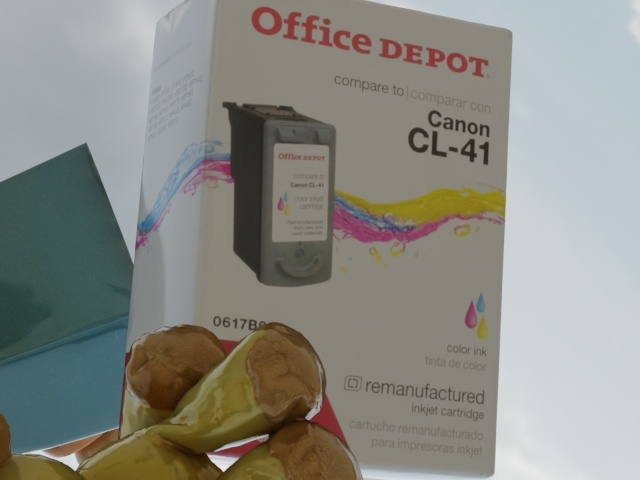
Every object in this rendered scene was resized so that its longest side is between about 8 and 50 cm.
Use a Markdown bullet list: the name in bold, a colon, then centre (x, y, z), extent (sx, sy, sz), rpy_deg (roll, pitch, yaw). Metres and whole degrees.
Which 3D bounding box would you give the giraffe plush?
- **giraffe plush**: centre (-0.105, 0.139, 0.804), extent (0.170, 0.210, 0.181), rpy_deg (-6, -104, -50)

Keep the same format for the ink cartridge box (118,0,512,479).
- **ink cartridge box**: centre (0.000, 0.000, 1.059), extent (0.226, 0.131, 0.306), rpy_deg (8, -100, -24)

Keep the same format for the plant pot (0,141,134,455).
- **plant pot**: centre (-0.251, 0.069, 1.238), extent (0.234, 0.165, 0.165), rpy_deg (-20, -123, -7)

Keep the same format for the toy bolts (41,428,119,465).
- **toy bolts**: centre (-0.274, 0.203, 1.459), extent (0.158, 0.228, 0.218), rpy_deg (56, 175, -13)
